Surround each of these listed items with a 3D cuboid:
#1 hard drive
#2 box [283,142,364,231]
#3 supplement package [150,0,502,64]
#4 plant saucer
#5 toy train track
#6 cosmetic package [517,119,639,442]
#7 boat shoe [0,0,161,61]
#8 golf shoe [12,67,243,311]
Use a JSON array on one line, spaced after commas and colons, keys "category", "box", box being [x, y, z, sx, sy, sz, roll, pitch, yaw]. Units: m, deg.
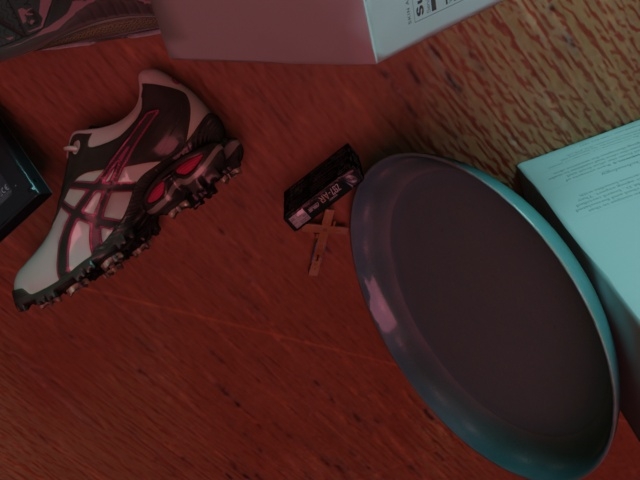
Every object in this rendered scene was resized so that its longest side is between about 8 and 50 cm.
[{"category": "hard drive", "box": [-0.314, -0.068, 0.616, 0.094, 0.022, 0.135, -38, 84, 15]}, {"category": "box", "box": [0.001, -0.052, 0.651, 0.083, 0.067, 0.018, -37, 112, 14]}, {"category": "supplement package", "box": [0.033, -0.244, 0.413, 0.262, 0.199, 0.198, -33, 123, -32]}, {"category": "plant saucer", "box": [0.137, 0.064, 0.611, 0.043, 0.317, 0.318, -26, 120, -25]}, {"category": "toy train track", "box": [0.000, 0.000, 0.709, 0.048, 0.014, 0.083, 6, 123, -14]}, {"category": "cosmetic package", "box": [0.300, 0.058, 0.556, 0.155, 0.366, 0.197, -20, 117, 7]}, {"category": "boat shoe", "box": [-0.155, -0.219, 0.548, 0.320, 0.103, 0.118, -19, 107, 1]}, {"category": "golf shoe", "box": [-0.201, -0.039, 0.645, 0.272, 0.105, 0.120, -37, 93, 13]}]
